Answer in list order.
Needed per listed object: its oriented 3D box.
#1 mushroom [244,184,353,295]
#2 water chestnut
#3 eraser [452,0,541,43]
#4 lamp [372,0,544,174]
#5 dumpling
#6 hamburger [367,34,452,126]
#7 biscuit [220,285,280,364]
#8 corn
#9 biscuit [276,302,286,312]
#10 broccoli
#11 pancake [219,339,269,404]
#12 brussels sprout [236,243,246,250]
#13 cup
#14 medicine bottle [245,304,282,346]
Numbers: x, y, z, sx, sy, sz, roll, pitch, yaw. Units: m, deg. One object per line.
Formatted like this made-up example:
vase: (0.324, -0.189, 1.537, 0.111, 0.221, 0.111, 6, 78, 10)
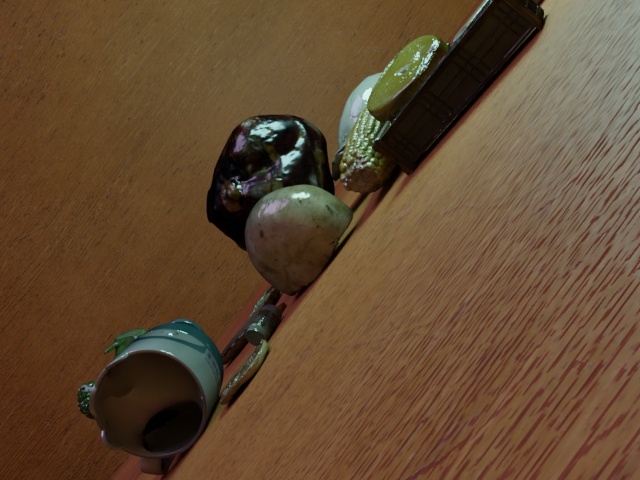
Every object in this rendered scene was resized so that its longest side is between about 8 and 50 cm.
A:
mushroom: (-0.055, -0.023, 1.449, 0.254, 0.189, 0.195, -46, 10, 42)
water chestnut: (-0.091, -0.131, 1.680, 0.335, 0.346, 0.336, -12, 75, 51)
eraser: (0.383, -0.483, 1.262, 0.343, 0.078, 0.144, -51, 4, 4)
lamp: (0.212, -0.252, 1.115, 0.325, 0.089, 0.090, -50, 5, 38)
dumpling: (0.137, -0.288, 1.744, 0.260, 0.181, 0.341, 111, 172, -62)
hamburger: (0.182, -0.283, 1.333, 0.189, 0.122, 0.215, -4, 50, 58)
biscuit: (-0.179, 0.214, 1.860, 0.274, 0.036, 0.187, -54, 4, -27)
corn: (0.117, -0.198, 1.453, 0.130, 0.130, 0.347, -50, 8, 35)
biscuit: (-0.108, 0.173, 1.550, 0.091, 0.015, 0.078, -48, 6, 49)
broccoli: (-0.512, 0.419, 2.055, 0.413, 0.321, 0.310, -20, -52, -54)
pancake: (-0.136, 0.238, 1.254, 0.139, 0.022, 0.139, -51, 4, 4)
brussels sprout: (-0.138, -0.068, 2.309, 0.314, 0.276, 0.371, -39, 13, 6)
cup: (-0.314, 0.320, 1.408, 0.257, 0.219, 0.290, -71, -13, -79)
medicine bottle: (-0.115, 0.172, 1.419, 0.047, 0.047, 0.083, -49, 4, 40)
